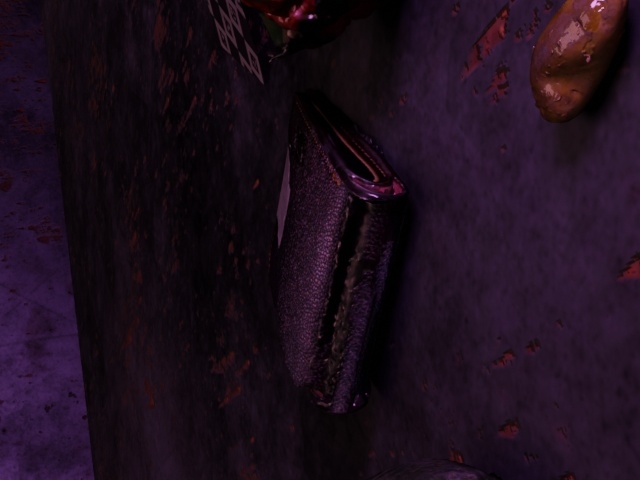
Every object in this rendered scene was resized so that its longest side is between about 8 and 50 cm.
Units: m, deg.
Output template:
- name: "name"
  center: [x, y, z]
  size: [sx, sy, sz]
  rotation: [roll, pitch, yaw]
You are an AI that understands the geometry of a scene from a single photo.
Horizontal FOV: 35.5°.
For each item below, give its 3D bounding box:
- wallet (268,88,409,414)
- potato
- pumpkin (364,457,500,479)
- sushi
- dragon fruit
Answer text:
- name: "wallet"
  center: [0.000, 0.000, 0.933]
  size: [0.262, 0.071, 0.221]
  rotation: [-118, 31, -59]
- name: "potato"
  center: [0.146, -0.110, 0.578]
  size: [0.046, 0.045, 0.092]
  rotation: [34, 137, 18]
- name: "pumpkin"
  center: [0.076, 0.252, 0.671]
  size: [0.211, 0.152, 0.212]
  rotation: [-174, 90, -76]
- name: "sushi"
  center: [-0.111, -0.334, 1.144]
  size: [0.192, 0.043, 0.280]
  rotation: [49, 160, 56]
- name: "dragon fruit"
  center: [-0.012, -0.255, 0.786]
  size: [0.189, 0.182, 0.182]
  rotation: [51, 173, -27]
